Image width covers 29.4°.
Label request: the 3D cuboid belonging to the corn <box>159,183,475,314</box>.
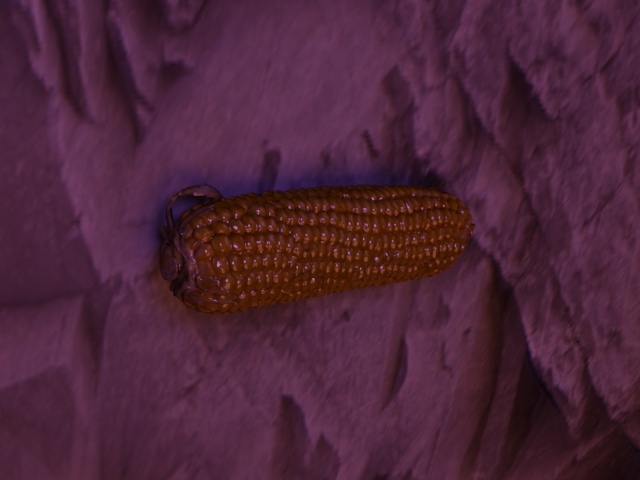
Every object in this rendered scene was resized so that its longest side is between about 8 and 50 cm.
[{"bbox_3d":[0.000,0.000,1.030,0.293,0.106,0.106,-7,126,-33],"label":"corn"}]
